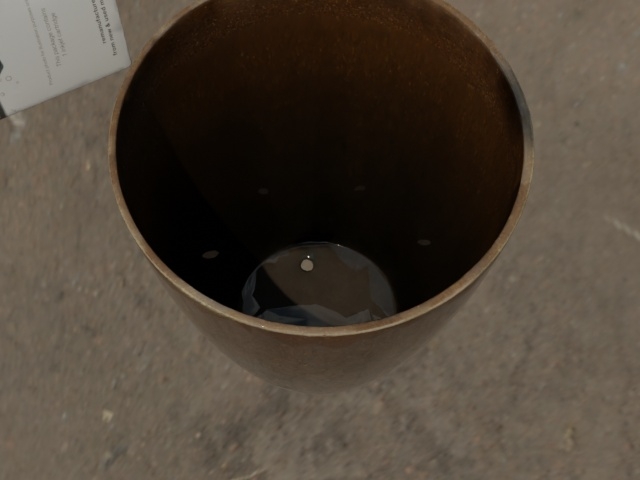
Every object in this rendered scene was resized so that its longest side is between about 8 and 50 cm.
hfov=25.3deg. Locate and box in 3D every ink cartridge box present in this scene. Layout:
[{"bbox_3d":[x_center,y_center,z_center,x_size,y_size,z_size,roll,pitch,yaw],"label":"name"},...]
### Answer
[{"bbox_3d":[-0.226,-0.122,0.813,0.190,0.082,0.139,-27,39,-18],"label":"ink cartridge box"}]

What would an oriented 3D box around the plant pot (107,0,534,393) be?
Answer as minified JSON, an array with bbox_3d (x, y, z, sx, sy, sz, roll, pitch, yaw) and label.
[{"bbox_3d":[0.000,0.000,0.819,0.215,0.230,0.215,0,63,0],"label":"plant pot"}]
